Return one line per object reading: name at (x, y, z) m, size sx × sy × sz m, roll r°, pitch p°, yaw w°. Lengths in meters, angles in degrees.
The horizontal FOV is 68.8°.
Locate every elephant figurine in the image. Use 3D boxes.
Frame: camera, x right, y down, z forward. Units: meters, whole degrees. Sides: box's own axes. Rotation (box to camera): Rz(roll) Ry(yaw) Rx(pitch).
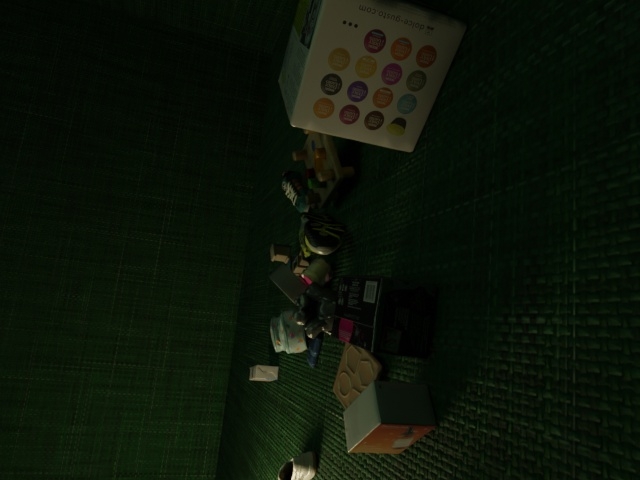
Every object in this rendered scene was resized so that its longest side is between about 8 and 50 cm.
elephant figurine at (0.027, 0.213, 1.429) m, size 0.186 × 0.239 × 0.169 m, roll 40°, pitch 93°, yaw 25°

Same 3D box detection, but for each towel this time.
towel at (-0.023, 0.387, 1.664) m, size 0.067 × 0.029 × 0.119 m, roll -134°, pitch 56°, yaw -68°

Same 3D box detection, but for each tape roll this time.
tape roll at (-0.084, 0.181, 1.656) m, size 0.072 × 0.219 × 0.219 m, roll -44°, pitch 17°, yaw -7°

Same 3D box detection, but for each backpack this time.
backpack at (-0.109, 0.332, 1.704) m, size 0.188 × 0.145 × 0.165 m, roll 133°, pitch 129°, yaw -75°

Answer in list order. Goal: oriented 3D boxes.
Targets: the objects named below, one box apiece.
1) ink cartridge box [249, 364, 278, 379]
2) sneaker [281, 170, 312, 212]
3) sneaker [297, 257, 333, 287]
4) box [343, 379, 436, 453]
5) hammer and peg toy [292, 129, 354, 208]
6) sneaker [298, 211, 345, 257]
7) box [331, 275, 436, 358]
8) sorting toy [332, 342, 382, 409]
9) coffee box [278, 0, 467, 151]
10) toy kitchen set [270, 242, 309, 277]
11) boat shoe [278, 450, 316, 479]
ink cartridge box at (-0.268, 0.620, 2.177) m, size 0.181 × 0.105 × 0.061 m, roll 136°, pitch 141°, yaw -63°
sneaker at (-0.116, -0.220, 2.114) m, size 0.302 × 0.121 × 0.108 m, roll -106°, pitch 30°, yaw -53°
sneaker at (-0.007, 0.125, 1.658) m, size 0.111 × 0.103 × 0.252 m, roll -44°, pitch -2°, yaw -10°
box at (0.141, 0.379, 0.993) m, size 0.170 × 0.130 × 0.090 m, roll 116°, pitch 156°, yaw -44°
hammer and peg toy at (-0.015, -0.259, 1.695) m, size 0.361 × 0.128 × 0.265 m, roll 128°, pitch 128°, yaw -65°
sneaker at (0.000, 0.000, 1.654) m, size 0.384 × 0.145 × 0.147 m, roll -110°, pitch 26°, yaw -76°
box at (0.141, 0.168, 1.089) m, size 0.247 × 0.142 × 0.163 m, roll 171°, pitch 109°, yaw -70°
sorting toy at (0.101, 0.373, 1.257) m, size 0.208 × 0.038 × 0.192 m, roll -136°, pitch 57°, yaw -64°
coffee box at (0.103, -0.472, 1.212) m, size 0.338 × 0.338 × 0.334 m, roll -106°, pitch 31°, yaw -53°
toy kitchen set at (-0.152, 0.080, 1.993) m, size 0.207 × 0.166 × 0.122 m, roll 122°, pitch 152°, yaw -49°
boat shoe at (-0.098, 0.789, 1.575) m, size 0.098 × 0.096 × 0.276 m, roll -102°, pitch 28°, yaw -48°
